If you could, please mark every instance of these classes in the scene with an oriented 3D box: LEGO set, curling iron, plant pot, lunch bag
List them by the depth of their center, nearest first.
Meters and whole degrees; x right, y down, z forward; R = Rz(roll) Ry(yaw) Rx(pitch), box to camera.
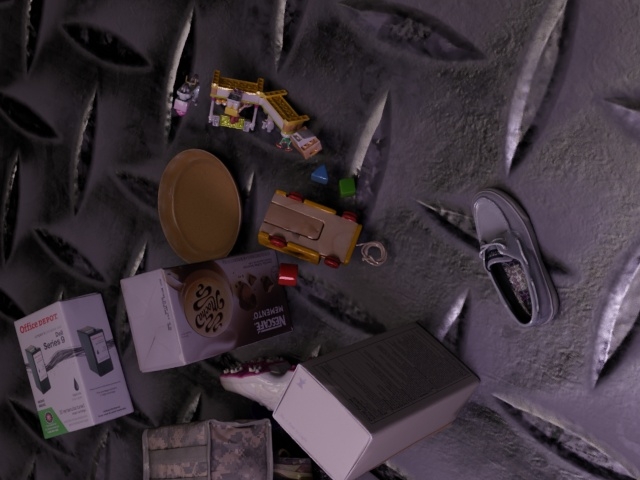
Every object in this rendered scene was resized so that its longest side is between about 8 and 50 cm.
[{"bbox_3d":[-0.120,-0.213,1.657,0.287,0.132,0.107,24,132,10],"label":"LEGO set"},{"bbox_3d":[-0.211,0.479,1.671,0.235,0.169,0.287,-18,70,48],"label":"lunch bag"},{"bbox_3d":[-0.064,0.473,1.768,0.274,0.035,0.068,-35,61,40],"label":"curling iron"},{"bbox_3d":[-0.235,-0.066,1.820,0.236,0.032,0.236,8,103,39],"label":"plant pot"}]

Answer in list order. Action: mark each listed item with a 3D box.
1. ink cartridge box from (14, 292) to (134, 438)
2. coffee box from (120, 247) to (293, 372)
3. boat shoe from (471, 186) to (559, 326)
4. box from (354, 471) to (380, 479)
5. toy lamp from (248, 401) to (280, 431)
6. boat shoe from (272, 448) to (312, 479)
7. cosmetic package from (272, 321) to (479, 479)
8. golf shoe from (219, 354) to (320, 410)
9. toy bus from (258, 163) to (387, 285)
[{"bbox_3d":[-0.571,0.287,2.095,0.211,0.121,0.289,-22,82,39],"label":"ink cartridge box"},{"bbox_3d":[-0.197,0.120,1.646,0.119,0.297,0.168,-15,87,37],"label":"coffee box"},{"bbox_3d":[0.284,0.024,1.374,0.079,0.081,0.227,-32,77,38],"label":"boat shoe"},{"bbox_3d":[0.077,0.522,1.620,0.130,0.091,0.170,34,118,31],"label":"box"},{"bbox_3d":[-0.170,0.430,1.821,0.080,0.080,0.274,50,122,22],"label":"toy lamp"},{"bbox_3d":[-0.073,0.418,1.721,0.152,0.056,0.049,4,78,37],"label":"boat shoe"},{"bbox_3d":[0.094,0.243,1.417,0.160,0.309,0.113,42,122,27],"label":"cosmetic package"},{"bbox_3d":[-0.068,0.288,1.691,0.306,0.115,0.140,-6,97,41],"label":"golf shoe"},{"bbox_3d":[-0.009,-0.009,1.594,0.104,0.191,0.202,101,146,-76],"label":"toy bus"}]
